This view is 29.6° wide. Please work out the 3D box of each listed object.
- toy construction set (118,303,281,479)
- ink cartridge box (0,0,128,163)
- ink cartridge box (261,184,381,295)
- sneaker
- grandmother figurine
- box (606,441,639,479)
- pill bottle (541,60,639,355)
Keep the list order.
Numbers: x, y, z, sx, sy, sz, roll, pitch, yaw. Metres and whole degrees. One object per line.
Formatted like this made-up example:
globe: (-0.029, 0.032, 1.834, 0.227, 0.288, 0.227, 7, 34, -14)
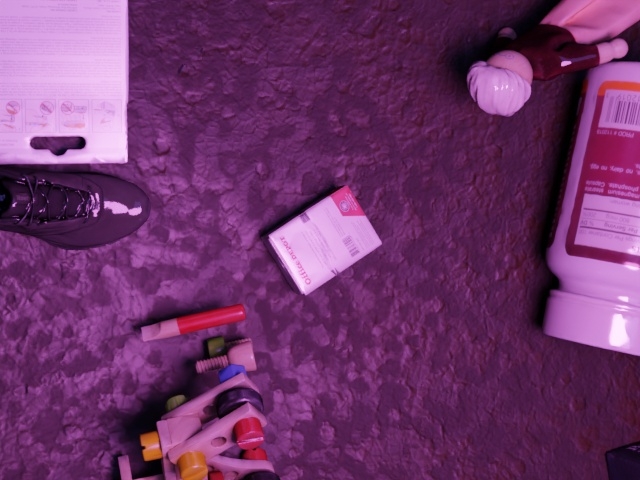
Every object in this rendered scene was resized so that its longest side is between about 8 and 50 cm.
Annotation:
toy construction set: (-0.184, 0.255, 1.567, 0.237, 0.257, 0.309, -11, 72, -3)
ink cartridge box: (-0.350, -0.220, 1.594, 0.189, 0.066, 0.232, -2, 101, -16)
ink cartridge box: (0.000, 0.000, 1.683, 0.135, 0.056, 0.099, -33, 98, -14)
sneaker: (-0.358, -0.044, 1.546, 0.286, 0.130, 0.109, 1, 88, -17)
grandmother figurine: (0.324, -0.279, 1.702, 0.342, 0.208, 0.104, -38, 115, -32)
box: (0.736, 0.410, 1.674, 0.480, 0.472, 0.297, -12, 92, -15)
pill bottle: (0.447, -0.038, 1.719, 0.224, 0.224, 0.392, 13, 90, -15)
